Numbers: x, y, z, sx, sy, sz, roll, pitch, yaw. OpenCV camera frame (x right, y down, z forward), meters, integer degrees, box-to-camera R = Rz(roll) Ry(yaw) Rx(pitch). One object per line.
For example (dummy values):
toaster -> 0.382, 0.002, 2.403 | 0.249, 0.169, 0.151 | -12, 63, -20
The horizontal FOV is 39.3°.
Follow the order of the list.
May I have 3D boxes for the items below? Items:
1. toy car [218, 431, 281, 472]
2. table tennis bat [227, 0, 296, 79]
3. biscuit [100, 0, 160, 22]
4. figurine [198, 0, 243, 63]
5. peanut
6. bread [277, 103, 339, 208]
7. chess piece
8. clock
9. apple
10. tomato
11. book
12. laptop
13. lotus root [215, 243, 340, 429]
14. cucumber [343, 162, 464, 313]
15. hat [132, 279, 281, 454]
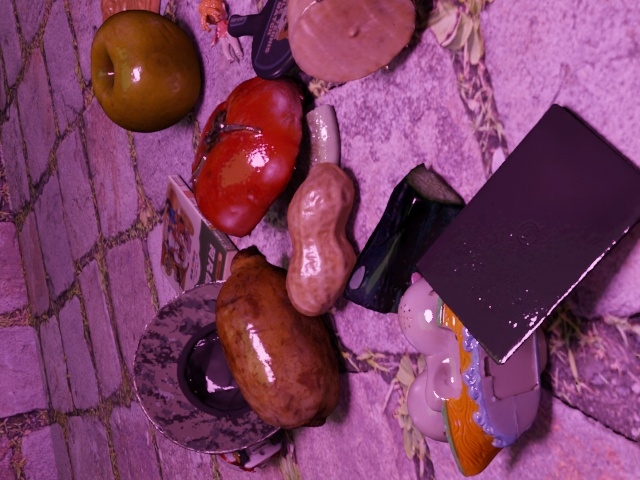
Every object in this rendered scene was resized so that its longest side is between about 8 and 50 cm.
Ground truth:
toy car -> -0.121, 0.308, 1.381 | 0.139, 0.112, 0.112 | 44, 149, 35
table tennis bat -> -0.061, -0.278, 1.152 | 0.236, 0.027, 0.150 | 21, 91, 59
biscuit -> -0.360, -0.451, 1.665 | 0.288, 0.044, 0.202 | -16, 83, 58
figurine -> -0.146, -0.313, 1.320 | 0.064, 0.047, 0.109 | -34, 71, 27
peanut -> 0.002, 0.000, 1.096 | 0.089, 0.089, 0.193 | 24, 118, 56
bread -> -0.026, -0.089, 1.170 | 0.193, 0.036, 0.112 | -31, 71, 59
chess piece -> 0.007, -0.322, 0.990 | 0.137, 0.137, 0.301 | 118, 147, -47
clock -> 0.138, 0.114, 0.863 | 0.144, 0.103, 0.231 | 2, 97, 62
apple -> -0.281, -0.272, 1.448 | 0.196, 0.156, 0.197 | 23, 117, 56
tomato -> -0.111, -0.123, 1.182 | 0.228, 0.101, 0.228 | -50, 30, 44
book -> -0.214, 0.034, 1.540 | 0.264, 0.027, 0.202 | 48, 135, 45
laptop -> 0.179, -0.006, 0.763 | 0.197, 0.016, 0.135 | -50, 51, 19
lotus root -> -0.059, 0.123, 1.171 | 0.128, 0.145, 0.260 | -33, 68, 35
cucumber -> 0.084, 0.016, 0.965 | 0.115, 0.085, 0.193 | 57, 136, 40
hat -> -0.131, 0.191, 1.311 | 0.128, 0.265, 0.266 | 58, -168, -70
